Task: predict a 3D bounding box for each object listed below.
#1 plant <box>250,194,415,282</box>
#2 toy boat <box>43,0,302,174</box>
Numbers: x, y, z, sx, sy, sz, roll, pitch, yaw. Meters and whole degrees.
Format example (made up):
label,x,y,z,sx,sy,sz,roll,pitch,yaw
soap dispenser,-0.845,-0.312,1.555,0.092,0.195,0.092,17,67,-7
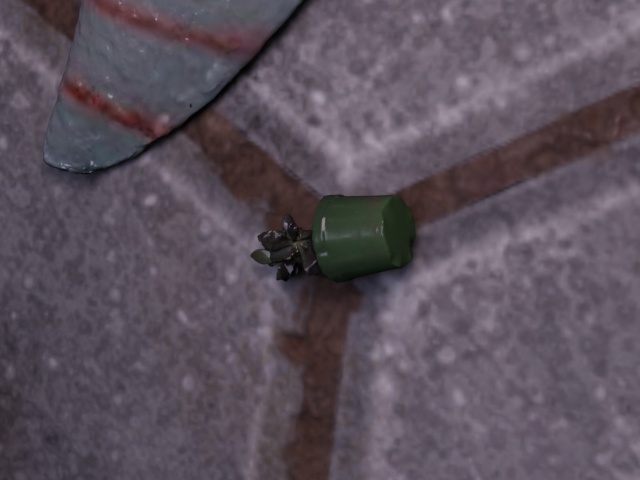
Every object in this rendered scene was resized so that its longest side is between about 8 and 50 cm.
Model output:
label,x,y,z,sx,sy,sz,roll,pitch,yaw
plant,0.000,0.000,0.635,0.102,0.051,0.051,-8,85,31
toy boat,-0.097,-0.158,0.676,0.206,0.096,0.282,23,108,10
